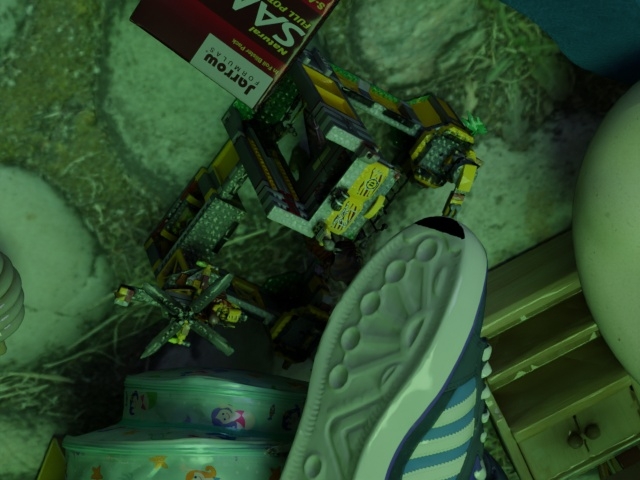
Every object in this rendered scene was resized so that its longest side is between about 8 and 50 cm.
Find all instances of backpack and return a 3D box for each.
[{"bbox_3d":[-0.103,0.209,1.480,0.253,0.225,0.191,-1,89,-42],"label":"backpack"}]

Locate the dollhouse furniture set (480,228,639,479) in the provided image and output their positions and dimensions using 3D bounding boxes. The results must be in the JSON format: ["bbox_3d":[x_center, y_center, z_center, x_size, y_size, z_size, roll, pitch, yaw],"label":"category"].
[{"bbox_3d":[0.281,0.216,1.541,0.362,0.394,0.256,-28,127,0],"label":"dollhouse furniture set"}]

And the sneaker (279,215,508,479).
[{"bbox_3d":[0.105,0.160,1.401,0.236,0.130,0.323,26,86,-43],"label":"sneaker"}]

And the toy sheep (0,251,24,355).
[{"bbox_3d":[-0.299,0.049,1.421,0.091,0.091,0.132,-22,133,-4],"label":"toy sheep"}]

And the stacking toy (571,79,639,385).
[{"bbox_3d":[0.487,-0.041,1.485,0.480,0.350,0.351,-23,135,-44],"label":"stacking toy"}]

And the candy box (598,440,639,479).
[{"bbox_3d":[0.387,0.347,1.801,0.087,0.183,0.316,-20,127,-6],"label":"candy box"}]

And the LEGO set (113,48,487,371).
[{"bbox_3d":[0.000,0.000,1.422,0.255,0.192,0.331,35,107,-34],"label":"LEGO set"}]

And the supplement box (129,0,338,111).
[{"bbox_3d":[-0.030,-0.237,1.295,0.130,0.073,0.239,36,109,-3],"label":"supplement box"}]

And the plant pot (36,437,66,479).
[{"bbox_3d":[-0.221,0.246,1.588,0.083,0.081,0.081,5,122,-35],"label":"plant pot"}]

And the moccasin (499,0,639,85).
[{"bbox_3d":[0.228,-0.235,1.356,0.137,0.117,0.342,-15,150,37],"label":"moccasin"}]
